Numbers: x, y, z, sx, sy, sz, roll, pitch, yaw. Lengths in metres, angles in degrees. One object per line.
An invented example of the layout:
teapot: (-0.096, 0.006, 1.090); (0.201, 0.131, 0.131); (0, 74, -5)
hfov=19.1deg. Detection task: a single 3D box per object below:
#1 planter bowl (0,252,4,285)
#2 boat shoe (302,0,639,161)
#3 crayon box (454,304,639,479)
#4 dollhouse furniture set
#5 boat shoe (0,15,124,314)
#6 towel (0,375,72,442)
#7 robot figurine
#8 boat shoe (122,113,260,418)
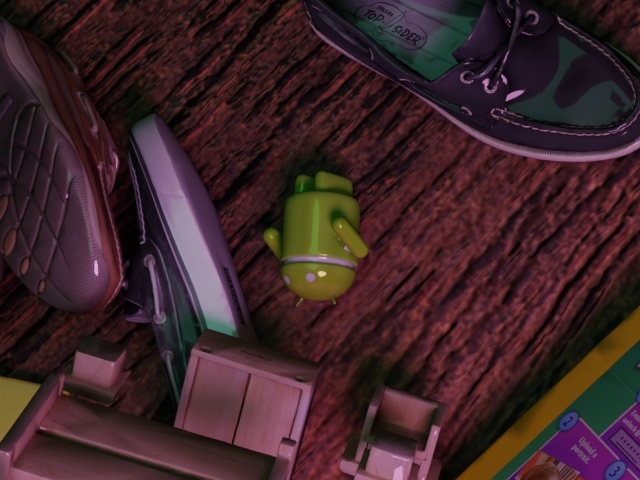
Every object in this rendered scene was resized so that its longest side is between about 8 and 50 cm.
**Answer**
planter bowl: (-0.351, 0.022, 1.713); (0.162, 0.109, 0.162); (-4, 77, 15)
boat shoe: (0.127, -0.172, 1.620); (0.340, 0.113, 0.127); (31, 86, 20)
crayon box: (0.258, 0.220, 1.384); (0.313, 0.106, 0.363); (-43, 28, 2)
dollhouse furniture set: (-0.084, 0.227, 1.426); (0.303, 0.355, 0.174); (16, 113, 5)
boat shoe: (-0.228, -0.073, 1.673); (0.123, 0.116, 0.324); (-45, 53, 31)
towel: (-0.346, 0.163, 1.709); (0.237, 0.021, 0.102); (9, 83, 9)
robot figurine: (0.000, 0.000, 1.639); (0.101, 0.067, 0.115); (-8, 73, 43)
boat shoe: (-0.128, 0.039, 1.653); (0.102, 0.108, 0.301); (-22, 79, 9)
